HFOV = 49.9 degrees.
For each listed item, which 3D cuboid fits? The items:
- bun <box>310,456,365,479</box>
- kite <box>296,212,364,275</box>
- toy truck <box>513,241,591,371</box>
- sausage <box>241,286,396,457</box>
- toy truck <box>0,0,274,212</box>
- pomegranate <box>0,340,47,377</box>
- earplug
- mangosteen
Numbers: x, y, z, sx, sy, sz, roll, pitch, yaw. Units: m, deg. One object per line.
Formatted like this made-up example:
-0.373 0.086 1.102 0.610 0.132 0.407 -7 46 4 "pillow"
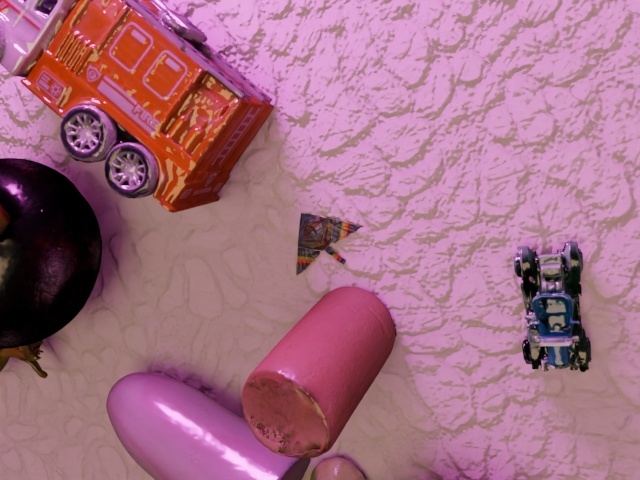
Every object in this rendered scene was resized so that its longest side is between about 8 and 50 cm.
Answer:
0.022 0.353 0.969 0.086 0.055 0.086 4 103 19 "bun"
0.000 0.000 0.925 0.122 0.004 0.090 -43 86 23 "kite"
0.270 0.082 0.805 0.080 0.078 0.154 -5 100 20 "toy truck"
0.002 0.154 0.827 0.123 0.253 0.123 7 109 20 "sausage"
-0.260 -0.224 0.887 0.388 0.173 0.207 40 106 5 "toy truck"
-0.532 0.161 1.082 0.220 0.156 0.156 10 105 19 "pomegranate"
-0.184 0.294 0.986 0.301 0.172 0.172 30 110 19 "earplug"
-0.456 0.017 0.936 0.275 0.302 0.274 -1 87 23 "mangosteen"
